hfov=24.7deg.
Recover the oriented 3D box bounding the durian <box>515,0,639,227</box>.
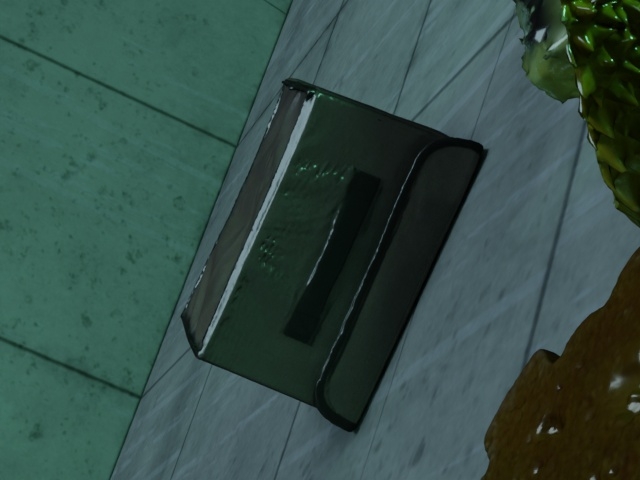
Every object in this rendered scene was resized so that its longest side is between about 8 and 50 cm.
[{"bbox_3d":[0.158,-0.120,0.731,0.306,0.166,0.172,-79,15,-51],"label":"durian"}]

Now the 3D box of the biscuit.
[{"bbox_3d":[0.126,0.142,0.642,0.278,0.043,0.301,-59,14,19],"label":"biscuit"}]

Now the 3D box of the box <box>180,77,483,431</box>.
[{"bbox_3d":[0.000,0.000,1.230,0.188,0.153,0.252,-137,70,-79],"label":"box"}]

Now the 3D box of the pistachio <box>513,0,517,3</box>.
[{"bbox_3d":[0.163,-0.202,0.955,0.136,0.136,0.226,-63,8,12],"label":"pistachio"}]
